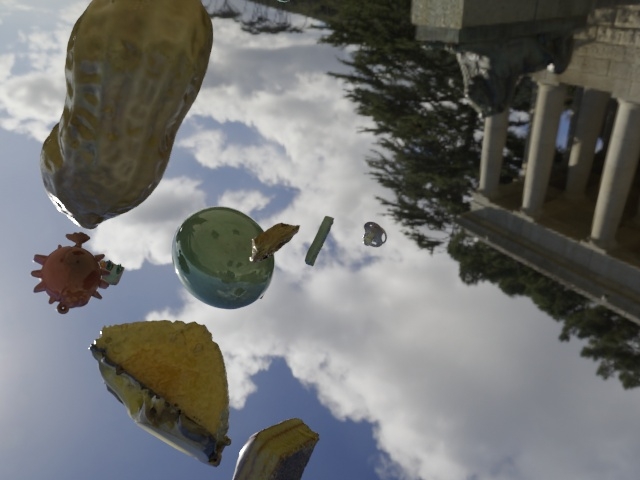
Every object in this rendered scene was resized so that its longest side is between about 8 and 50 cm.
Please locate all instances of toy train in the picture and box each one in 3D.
[{"bbox_3d":[-0.863,0.126,2.158,0.072,0.099,0.188,16,172,9],"label":"toy train"}]

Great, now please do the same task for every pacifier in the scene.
[{"bbox_3d":[0.163,-0.009,1.687,0.081,0.099,0.078,21,-137,26],"label":"pacifier"}]

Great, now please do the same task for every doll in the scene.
[{"bbox_3d":[-0.707,0.088,1.528,0.211,0.093,0.262,12,-126,-34],"label":"doll"}]

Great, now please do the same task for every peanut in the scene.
[{"bbox_3d":[-0.217,-0.137,0.584,0.147,0.305,0.147,23,-155,-11],"label":"peanut"}]

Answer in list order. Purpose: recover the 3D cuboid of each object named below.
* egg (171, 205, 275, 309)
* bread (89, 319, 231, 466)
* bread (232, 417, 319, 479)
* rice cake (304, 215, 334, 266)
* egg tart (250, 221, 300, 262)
[{"bbox_3d":[-0.281,0.044,1.538,0.276,0.276,0.389,-17,-152,-27],"label":"egg"},{"bbox_3d":[-0.234,0.238,0.867,0.262,0.204,0.162,35,-130,16],"label":"bread"},{"bbox_3d":[-0.121,0.549,1.271,0.110,0.234,0.184,30,-166,29],"label":"bread"},{"bbox_3d":[0.000,0.000,1.720,0.042,0.030,0.180,15,-114,23],"label":"rice cake"},{"bbox_3d":[-0.099,-0.004,1.110,0.129,0.049,0.129,-36,178,-1],"label":"egg tart"}]
